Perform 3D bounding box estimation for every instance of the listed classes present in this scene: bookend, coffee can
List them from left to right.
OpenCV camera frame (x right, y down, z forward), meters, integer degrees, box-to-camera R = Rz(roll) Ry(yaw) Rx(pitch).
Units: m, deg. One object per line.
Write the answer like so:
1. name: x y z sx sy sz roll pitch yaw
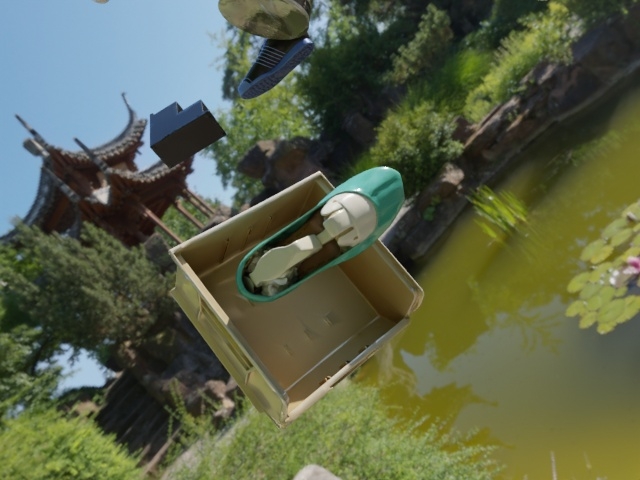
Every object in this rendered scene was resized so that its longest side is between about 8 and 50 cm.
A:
1. bookend: -0.312 -0.269 1.210 0.156 0.072 0.157 -29 43 7
2. coffee can: -0.099 -0.613 1.130 0.201 0.202 0.275 156 124 -84

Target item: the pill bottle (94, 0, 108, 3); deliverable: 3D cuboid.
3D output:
1. pill bottle: -0.412 -0.547 1.041 0.160 0.087 0.087 -19 21 37

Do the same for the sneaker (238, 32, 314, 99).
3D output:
1. sneaker: -0.127 -0.460 1.331 0.232 0.090 0.081 -35 -11 10

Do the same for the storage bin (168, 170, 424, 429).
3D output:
1. storage bin: -0.032 0.079 0.741 0.262 0.260 0.123 -32 -15 -32

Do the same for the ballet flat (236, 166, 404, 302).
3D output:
1. ballet flat: 0.000 0.000 0.626 0.247 0.083 0.087 -35 1 9
